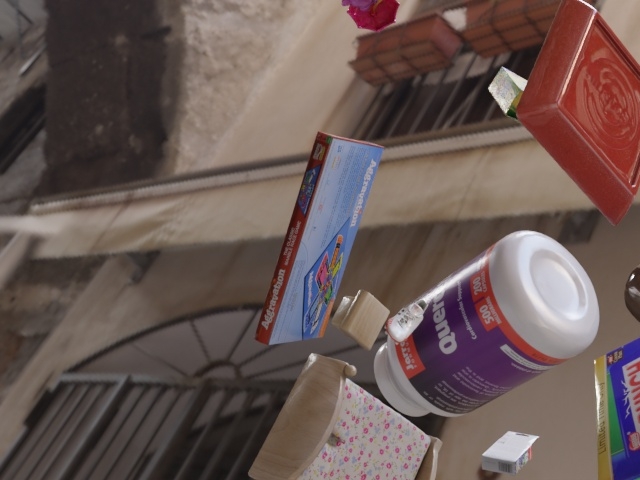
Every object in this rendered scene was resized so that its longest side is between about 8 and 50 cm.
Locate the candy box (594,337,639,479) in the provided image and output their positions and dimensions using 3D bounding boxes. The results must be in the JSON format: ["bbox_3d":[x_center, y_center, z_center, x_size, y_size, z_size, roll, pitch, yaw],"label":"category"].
[{"bbox_3d":[0.510,0.198,1.214,0.317,0.268,0.122,-35,-72,28],"label":"candy box"}]

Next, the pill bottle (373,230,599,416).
[{"bbox_3d":[0.219,0.133,1.362,0.181,0.181,0.323,38,-47,-12],"label":"pill bottle"}]

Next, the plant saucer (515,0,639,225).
[{"bbox_3d":[0.416,-0.199,1.427,0.258,0.259,0.047,42,-31,-25],"label":"plant saucer"}]

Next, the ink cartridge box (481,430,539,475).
[{"bbox_3d":[0.335,0.372,1.697,0.062,0.115,0.029,4,-76,34],"label":"ink cartridge box"}]

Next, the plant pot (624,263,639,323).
[{"bbox_3d":[0.620,0.107,1.582,0.215,0.215,0.230,49,-10,-28],"label":"plant pot"}]

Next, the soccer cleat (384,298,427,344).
[{"bbox_3d":[0.096,0.087,1.064,0.029,0.083,0.035,47,-64,5],"label":"soccer cleat"}]

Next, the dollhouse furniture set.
[{"bbox_3d":[0.093,0.283,0.962,0.173,0.356,0.303,7,-26,49],"label":"dollhouse furniture set"}]

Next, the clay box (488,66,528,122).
[{"bbox_3d":[0.357,-0.217,1.597,0.127,0.222,0.053,27,-72,-10],"label":"clay box"}]

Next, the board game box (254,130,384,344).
[{"bbox_3d":[0.000,0.000,1.284,0.027,0.281,0.145,23,11,30],"label":"board game box"}]

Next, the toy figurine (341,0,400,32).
[{"bbox_3d":[0.094,-0.390,1.497,0.173,0.130,0.159,-2,-26,-41],"label":"toy figurine"}]
